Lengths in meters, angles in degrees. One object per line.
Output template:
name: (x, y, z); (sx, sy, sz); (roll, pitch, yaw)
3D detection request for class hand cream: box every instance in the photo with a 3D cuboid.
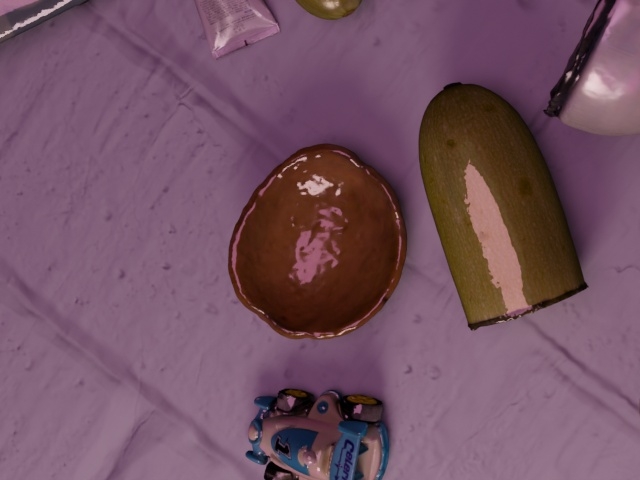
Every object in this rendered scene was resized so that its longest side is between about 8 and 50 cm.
hand cream: (-0.109, -0.276, 1.960); (0.084, 0.053, 0.142); (-21, 103, 20)

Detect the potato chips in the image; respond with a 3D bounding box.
potato chips: (0.000, 0.001, 1.933); (0.195, 0.062, 0.208); (-4, 92, 14)

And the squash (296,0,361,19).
squash: (-0.043, -0.334, 1.911); (0.083, 0.083, 0.250); (-45, 78, 17)

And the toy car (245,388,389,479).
toy car: (-0.012, 0.221, 1.936); (0.162, 0.098, 0.126); (13, 97, 16)

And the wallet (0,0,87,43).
wallet: (-0.414, -0.325, 2.011); (0.360, 0.083, 0.252); (-24, 83, 5)

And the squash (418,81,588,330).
squash: (0.171, -0.044, 1.833); (0.133, 0.132, 0.247); (-20, 88, 19)

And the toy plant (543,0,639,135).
toy plant: (0.400, -0.151, 1.659); (0.332, 0.247, 0.247); (26, 103, 5)
